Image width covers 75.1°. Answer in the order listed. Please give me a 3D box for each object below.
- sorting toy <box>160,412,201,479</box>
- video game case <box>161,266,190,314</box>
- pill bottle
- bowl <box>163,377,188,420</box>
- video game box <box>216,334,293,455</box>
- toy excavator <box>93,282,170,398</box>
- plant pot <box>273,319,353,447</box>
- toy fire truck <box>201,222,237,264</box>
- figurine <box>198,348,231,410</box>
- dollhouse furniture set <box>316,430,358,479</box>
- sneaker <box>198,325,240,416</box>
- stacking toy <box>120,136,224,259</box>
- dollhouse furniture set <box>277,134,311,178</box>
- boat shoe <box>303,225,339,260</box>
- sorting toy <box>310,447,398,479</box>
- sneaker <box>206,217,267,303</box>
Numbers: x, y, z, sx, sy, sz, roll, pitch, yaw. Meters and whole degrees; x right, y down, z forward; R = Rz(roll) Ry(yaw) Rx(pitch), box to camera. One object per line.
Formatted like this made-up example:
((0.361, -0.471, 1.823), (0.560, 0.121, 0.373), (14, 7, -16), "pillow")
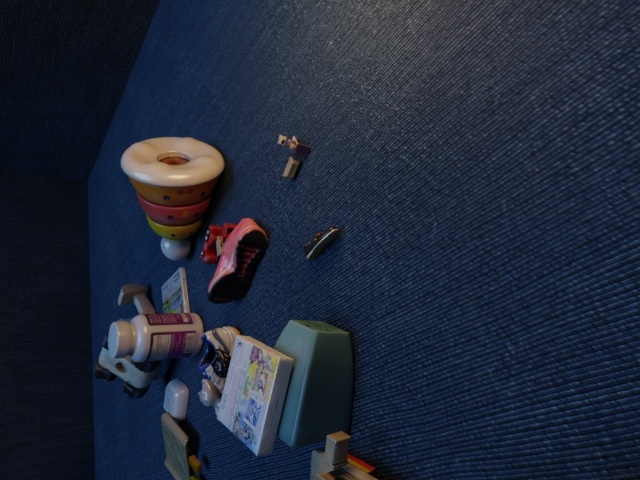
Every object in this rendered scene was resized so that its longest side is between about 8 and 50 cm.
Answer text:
((-0.512, 0.811, 1.555), (0.307, 0.041, 0.229), (16, 109, 45), "sorting toy")
((-0.623, 0.253, 1.782), (0.227, 0.026, 0.207), (-36, 59, 41), "video game case")
((-0.599, 0.353, 1.523), (0.169, 0.301, 0.169), (-9, 78, 49), "pill bottle")
((-0.580, 0.637, 1.660), (0.142, 0.053, 0.142), (12, 95, 49), "bowl")
((-0.151, 0.338, 0.938), (0.187, 0.048, 0.205), (9, 84, 52), "video game box")
((-0.813, 0.411, 1.862), (0.432, 0.445, 0.222), (30, 113, 4), "toy excavator")
((-0.024, 0.311, 0.959), (0.165, 0.165, 0.234), (10, 88, 50), "plant pot")
((-0.363, 0.012, 1.484), (0.135, 0.047, 0.192), (38, 115, 44), "toy fire truck")
((-0.248, 0.435, 1.185), (0.209, 0.092, 0.215), (34, 116, 10), "figurine")
((0.005, 0.473, 0.754), (0.101, 0.160, 0.182), (7, 92, 50), "dollhouse furniture set")
((-0.335, 0.428, 1.334), (0.111, 0.130, 0.297), (-8, 81, 48), "sneaker")
((-0.547, -0.123, 1.597), (0.350, 0.350, 0.480), (48, 140, 42), "stacking toy")
((-0.097, -0.242, 1.183), (0.114, 0.090, 0.081), (-64, 28, 27), "dollhouse furniture set")
((-0.001, 0.000, 1.050), (0.133, 0.048, 0.042), (-45, 61, 42), "boat shoe")
((0.090, 0.586, 0.835), (0.257, 0.089, 0.256), (-1, 84, 49), "sorting toy")
((-0.272, 0.066, 1.341), (0.314, 0.115, 0.136), (-57, 36, 19), "sneaker")
